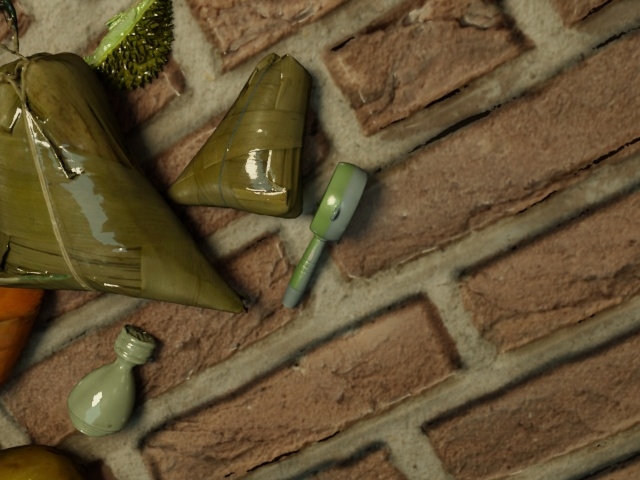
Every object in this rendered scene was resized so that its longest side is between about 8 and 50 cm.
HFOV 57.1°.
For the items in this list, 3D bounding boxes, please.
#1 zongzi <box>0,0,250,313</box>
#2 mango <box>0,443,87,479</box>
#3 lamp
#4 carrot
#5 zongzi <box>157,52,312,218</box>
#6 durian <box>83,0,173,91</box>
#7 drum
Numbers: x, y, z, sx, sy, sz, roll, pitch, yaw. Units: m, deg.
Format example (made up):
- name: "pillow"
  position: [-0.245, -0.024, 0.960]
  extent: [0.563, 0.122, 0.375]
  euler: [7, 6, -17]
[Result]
- name: "zongzi"
  position: [-0.282, -0.113, 0.823]
  extent: [0.419, 0.181, 0.446]
  euler: [11, 114, 5]
- name: "mango"
  position: [-0.576, 0.477, 0.928]
  extent: [0.446, 0.301, 0.220]
  euler: [-24, 98, 6]
- name: "lamp"
  position: [-0.338, 0.234, 0.966]
  extent: [0.106, 0.106, 0.192]
  euler: [32, 93, -1]
- name: "carrot"
  position: [-0.547, 0.171, 0.956]
  extent: [0.159, 0.159, 0.224]
  euler: [18, 112, 2]
- name: "zongzi"
  position: [-0.134, -0.154, 0.882]
  extent: [0.256, 0.115, 0.227]
  euler: [5, 88, 30]
- name: "durian"
  position: [-0.293, -0.286, 0.884]
  extent: [0.215, 0.086, 0.100]
  euler: [-44, 60, 9]
- name: "drum"
  position: [-0.001, 0.005, 0.866]
  extent: [0.049, 0.130, 0.253]
  euler: [24, 102, -3]
